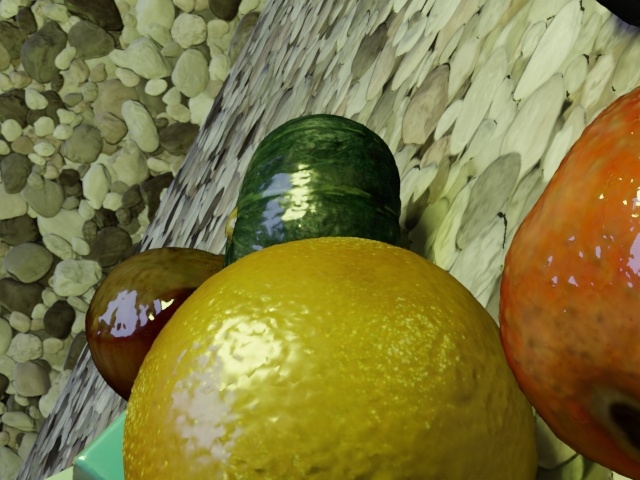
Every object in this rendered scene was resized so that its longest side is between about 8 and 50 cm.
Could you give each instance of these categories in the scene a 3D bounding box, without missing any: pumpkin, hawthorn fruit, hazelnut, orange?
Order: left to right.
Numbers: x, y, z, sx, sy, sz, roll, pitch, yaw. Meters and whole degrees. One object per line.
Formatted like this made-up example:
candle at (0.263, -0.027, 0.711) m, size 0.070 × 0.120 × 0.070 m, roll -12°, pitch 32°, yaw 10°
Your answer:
hazelnut at (-0.149, 0.111, 1.374) m, size 0.208 × 0.208 × 0.208 m, roll -58°, pitch 15°, yaw 25°
pumpkin at (-0.002, 0.002, 1.055) m, size 0.211 × 0.152 × 0.211 m, roll -161°, pitch 90°, yaw -81°
orange at (0.006, 0.107, 0.687) m, size 0.236 × 0.236 × 0.236 m, roll -58°, pitch 15°, yaw 25°
hawthorn fruit at (0.162, 0.041, 0.400) m, size 0.165 × 0.165 × 0.285 m, roll -61°, pitch 20°, yaw 12°

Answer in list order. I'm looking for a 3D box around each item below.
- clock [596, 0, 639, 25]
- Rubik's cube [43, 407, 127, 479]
clock at (0.230, -0.228, 0.834) m, size 0.184 × 0.040 × 0.184 m, roll -58°, pitch 15°, yaw 25°
Rubik's cube at (-0.097, 0.252, 0.840) m, size 0.224 × 0.265 × 0.213 m, roll -14°, pitch 24°, yaw 50°
